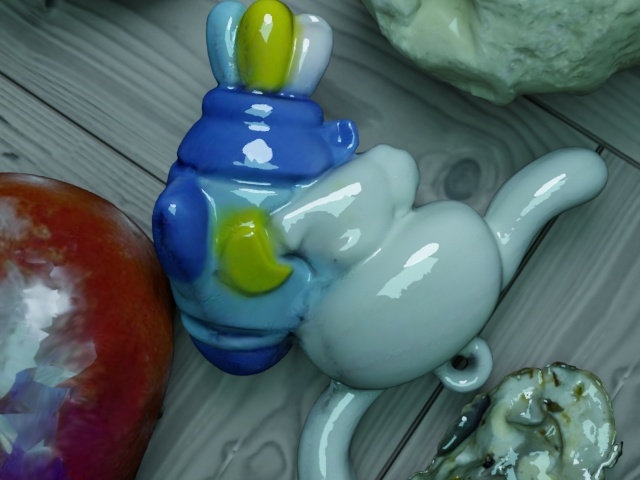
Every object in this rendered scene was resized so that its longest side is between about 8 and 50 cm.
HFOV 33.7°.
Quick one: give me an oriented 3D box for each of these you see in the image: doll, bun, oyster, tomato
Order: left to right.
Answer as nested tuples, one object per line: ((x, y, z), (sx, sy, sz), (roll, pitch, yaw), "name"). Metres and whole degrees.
((-0.261, 0.107, 0.851), (0.290, 0.176, 0.334), (16, 85, -12), "tomato")
((-0.002, 0.001, 0.884), (0.366, 0.187, 0.376), (37, 78, -5), "doll")
((0.103, 0.223, 0.892), (0.345, 0.078, 0.128), (-36, 106, -6), "oyster")
((0.171, -0.247, 0.829), (0.360, 0.211, 0.359), (1, 45, -1), "bun")
